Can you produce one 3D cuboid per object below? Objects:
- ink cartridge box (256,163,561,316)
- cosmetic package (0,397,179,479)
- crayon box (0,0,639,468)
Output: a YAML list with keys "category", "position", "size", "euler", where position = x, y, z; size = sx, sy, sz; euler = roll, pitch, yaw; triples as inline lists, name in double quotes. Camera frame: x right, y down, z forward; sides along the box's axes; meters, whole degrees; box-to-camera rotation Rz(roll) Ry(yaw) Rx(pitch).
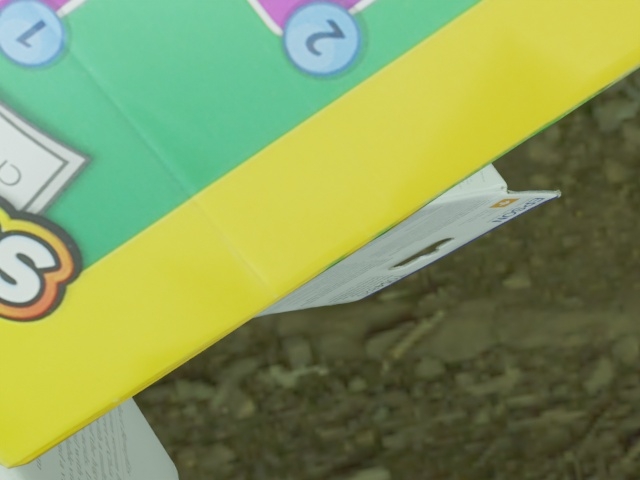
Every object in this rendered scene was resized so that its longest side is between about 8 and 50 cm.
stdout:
- category: "ink cartridge box"
  position: [0.000, 0.000, 0.951]
  size: [0.224, 0.045, 0.223]
  euler: [-7, -16, -41]
- category: "cosmetic package"
  position: [-0.216, 0.089, 0.780]
  size: [0.161, 0.453, 0.230]
  euler: [-22, 39, 4]
- category: "crayon box"
  position: [-0.069, -0.165, 0.365]
  size: [0.313, 0.363, 0.106]
  euler: [-33, 20, 16]
